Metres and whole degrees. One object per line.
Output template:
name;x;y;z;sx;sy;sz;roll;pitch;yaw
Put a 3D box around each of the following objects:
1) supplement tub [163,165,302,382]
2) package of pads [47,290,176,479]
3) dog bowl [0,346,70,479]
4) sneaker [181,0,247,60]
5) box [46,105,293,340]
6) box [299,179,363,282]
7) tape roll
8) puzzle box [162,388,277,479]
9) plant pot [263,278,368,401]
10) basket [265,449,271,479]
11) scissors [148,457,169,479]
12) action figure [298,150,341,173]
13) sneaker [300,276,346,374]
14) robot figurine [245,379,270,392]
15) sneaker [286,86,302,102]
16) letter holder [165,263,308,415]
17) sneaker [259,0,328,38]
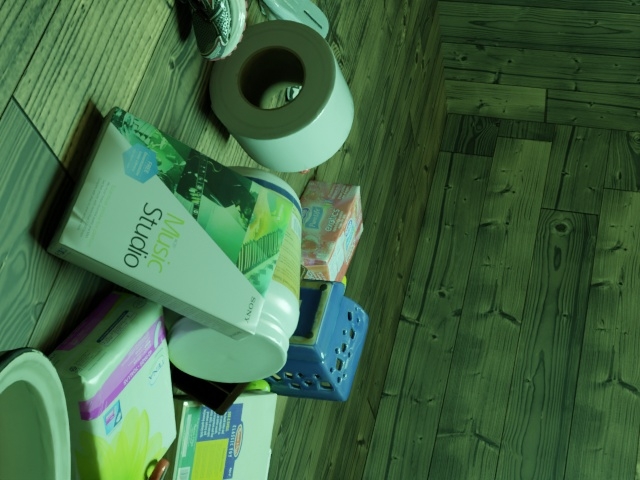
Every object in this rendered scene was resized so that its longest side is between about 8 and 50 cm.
supplement tub;-0.147;0.058;1.580;0.228;0.228;0.316;75;13;-54
package of pads;-0.317;0.252;1.423;0.229;0.101;0.296;-55;150;-55
dog bowl;-0.389;0.310;0.964;0.408;0.150;0.408;4;90;-89
sneaker;-0.200;-0.430;1.510;0.112;0.121;0.299;-33;137;-31
box;-0.208;-0.021;1.370;0.322;0.058;0.232;29;62;-25
box;0.000;0.000;2.334;0.300;0.142;0.154;-66;158;-44
tape roll;-0.070;-0.271;1.766;0.169;0.246;0.246;54;46;-69
puzzle box;-0.215;0.499;1.822;0.272;0.052;0.409;8;90;-52
plant pot;-0.042;0.216;2.152;0.212;0.236;0.236;65;35;-51
basket;-0.182;0.534;2.035;0.113;0.103;0.167;1;98;-74
scissors;-0.306;0.473;1.529;0.109;0.021;0.297;-60;175;-54
action figure;0.017;-0.288;2.276;0.091;0.139;0.280;54;49;-66
sneaker;-0.022;0.190;2.427;0.146;0.134;0.343;57;34;-57
robot figurine;-0.148;0.366;2.133;0.101;0.067;0.115;-115;-156;-66
sneaker;-0.048;-0.360;2.169;0.040;0.043;0.109;78;27;-55
letter holder;-0.192;0.135;1.770;0.152;0.214;0.302;-53;-173;43
sneaker;-0.088;-0.485;1.895;0.258;0.091;0.094;43;60;-46
